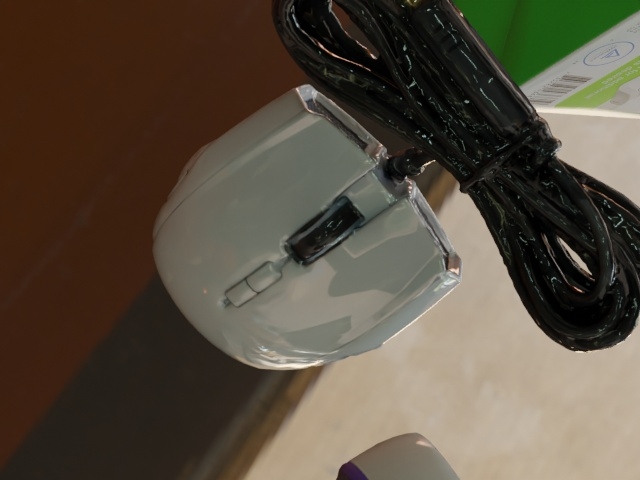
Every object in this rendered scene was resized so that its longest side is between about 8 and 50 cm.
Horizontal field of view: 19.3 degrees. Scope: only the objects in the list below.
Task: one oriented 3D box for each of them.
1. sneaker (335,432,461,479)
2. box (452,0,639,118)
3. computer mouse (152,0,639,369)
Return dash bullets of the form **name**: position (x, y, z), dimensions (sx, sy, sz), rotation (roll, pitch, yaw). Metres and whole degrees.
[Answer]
- **sneaker**: position (-0.021, 0.246, 0.642), dimensions (0.236, 0.130, 0.322), rotation (-15, 77, -7)
- **box**: position (0.221, -0.160, 0.850), dimensions (0.231, 0.262, 0.126), rotation (-1, 67, -43)
- **computer mouse**: position (0.000, 0.000, 0.472), dimensions (0.106, 0.193, 0.042), rotation (47, 63, -4)
